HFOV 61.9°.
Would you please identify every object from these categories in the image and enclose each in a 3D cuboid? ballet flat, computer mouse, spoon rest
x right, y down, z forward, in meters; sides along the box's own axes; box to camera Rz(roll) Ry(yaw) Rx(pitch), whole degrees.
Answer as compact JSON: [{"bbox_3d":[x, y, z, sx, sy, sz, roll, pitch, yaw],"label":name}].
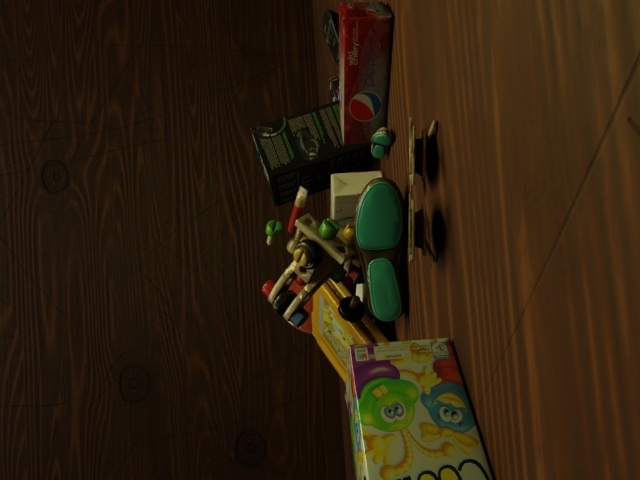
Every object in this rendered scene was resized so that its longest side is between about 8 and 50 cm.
[{"bbox_3d":[0.121,-0.201,1.056,0.114,0.041,0.041,101,165,-77],"label":"ballet flat"},{"bbox_3d":[0.065,-0.543,1.575,0.184,0.060,0.261,98,157,-58],"label":"computer mouse"},{"bbox_3d":[0.113,0.014,1.000,0.096,0.095,0.280,-65,-27,-70],"label":"ballet flat"},{"bbox_3d":[0.109,0.226,1.416,0.137,0.084,0.276,-114,20,-82],"label":"spoon rest"}]

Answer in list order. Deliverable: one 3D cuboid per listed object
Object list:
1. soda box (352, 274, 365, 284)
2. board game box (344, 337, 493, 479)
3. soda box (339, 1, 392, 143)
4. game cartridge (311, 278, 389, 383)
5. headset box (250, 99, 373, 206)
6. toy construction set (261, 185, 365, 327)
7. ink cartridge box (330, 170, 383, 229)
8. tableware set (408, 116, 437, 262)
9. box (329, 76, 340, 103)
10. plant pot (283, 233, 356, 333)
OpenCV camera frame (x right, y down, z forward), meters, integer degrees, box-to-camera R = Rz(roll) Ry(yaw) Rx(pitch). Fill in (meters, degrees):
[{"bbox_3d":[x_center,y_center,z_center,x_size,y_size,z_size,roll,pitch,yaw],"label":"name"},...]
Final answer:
[{"bbox_3d":[0.105,0.007,1.362,0.071,0.067,0.210,89,177,-49],"label":"soda box"},{"bbox_3d":[0.118,0.278,0.664,0.275,0.145,0.142,-97,5,-45],"label":"board game box"},{"bbox_3d":[0.084,-0.326,1.058,0.083,0.092,0.263,-95,3,-49],"label":"soda box"},{"bbox_3d":[0.068,0.254,1.295,0.285,0.053,0.323,51,155,31],"label":"game cartridge"},{"bbox_3d":[-0.005,-0.213,1.291,0.246,0.283,0.131,95,156,-79],"label":"headset box"},{"bbox_3d":[0.000,0.000,1.120,0.308,0.258,0.237,60,147,36],"label":"toy construction set"},{"bbox_3d":[0.082,-0.069,1.228,0.198,0.116,0.067,88,176,-57],"label":"ink cartridge box"},{"bbox_3d":[0.145,-0.068,0.752,0.128,0.039,0.194,36,-125,-78],"label":"tableware set"},{"bbox_3d":[0.067,-0.376,1.542,0.116,0.029,0.162,90,159,-58],"label":"box"},{"bbox_3d":[0.010,0.123,1.768,0.272,0.273,0.265,-97,12,-53],"label":"plant pot"}]
